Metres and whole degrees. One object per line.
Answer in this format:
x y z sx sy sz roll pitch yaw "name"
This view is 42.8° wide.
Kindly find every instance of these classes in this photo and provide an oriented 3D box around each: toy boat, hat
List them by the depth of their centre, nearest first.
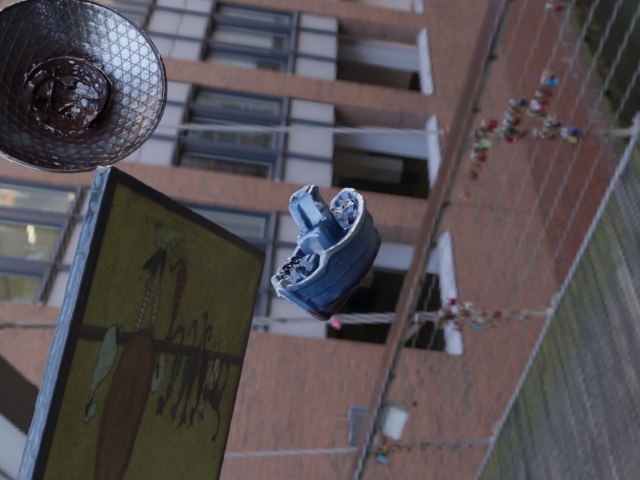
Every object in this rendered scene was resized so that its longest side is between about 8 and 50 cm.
-0.252 -0.140 0.808 0.082 0.193 0.193 130 148 -66 "hat"
0.000 0.000 1.170 0.129 0.142 0.309 -29 15 31 "toy boat"

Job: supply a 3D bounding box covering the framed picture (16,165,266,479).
-0.119 0.145 0.561 0.255 0.014 0.339 37 -117 -67 "framed picture"
